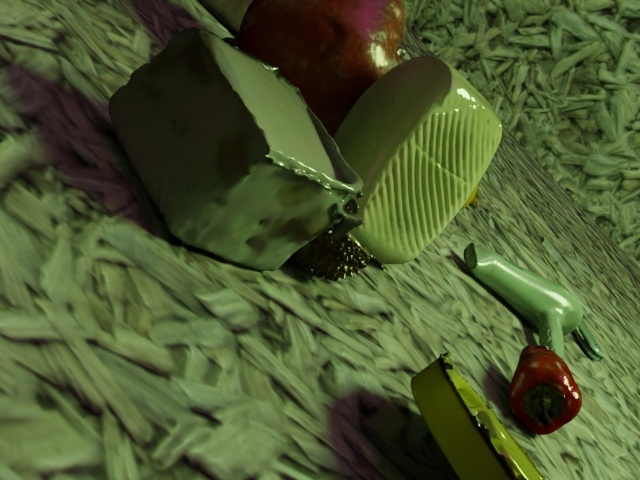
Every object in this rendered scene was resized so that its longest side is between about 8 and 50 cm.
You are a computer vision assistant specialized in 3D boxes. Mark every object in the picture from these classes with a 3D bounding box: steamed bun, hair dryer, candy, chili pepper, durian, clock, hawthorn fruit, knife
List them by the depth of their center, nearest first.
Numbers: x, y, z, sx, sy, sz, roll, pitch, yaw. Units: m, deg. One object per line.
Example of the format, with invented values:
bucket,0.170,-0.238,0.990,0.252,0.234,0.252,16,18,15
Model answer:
clock,0.168,0.235,0.989,0.293,0.071,0.277,54,6,-1
candy,-0.075,-0.079,1.030,0.185,0.137,0.195,21,32,-53
durian,-0.001,0.001,1.133,0.140,0.071,0.110,42,5,-11
chili pepper,0.266,0.183,1.321,0.086,0.084,0.192,29,12,2
steamed bun,0.092,-0.100,1.328,0.170,0.238,0.152,32,8,-44
hawthorn fruit,-0.025,-0.244,1.438,0.272,0.241,0.242,4,21,2
hair dryer,0.303,0.120,1.622,0.206,0.075,0.237,31,29,-21
knife,0.436,0.144,1.908,0.044,0.023,0.162,37,19,-33

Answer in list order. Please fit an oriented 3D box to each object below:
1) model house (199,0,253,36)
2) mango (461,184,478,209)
model house,-0.076,-0.453,1.715,0.202,0.237,0.237,48,17,3
mango,0.121,-0.141,1.667,0.317,0.119,0.176,34,29,-25
